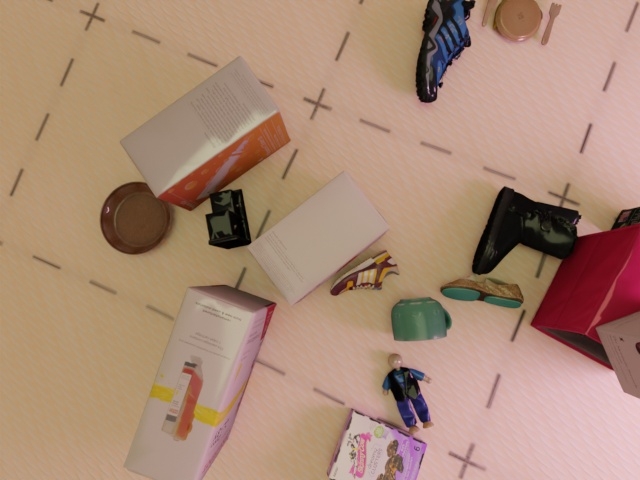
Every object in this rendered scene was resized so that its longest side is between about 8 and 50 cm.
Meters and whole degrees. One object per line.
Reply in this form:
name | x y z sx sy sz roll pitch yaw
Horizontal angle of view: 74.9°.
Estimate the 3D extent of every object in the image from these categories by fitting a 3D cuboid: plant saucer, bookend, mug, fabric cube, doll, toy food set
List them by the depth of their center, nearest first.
fabric cube | 0.690 0.148 0.939 0.253 0.259 0.258 28 85 6
mug | 0.245 0.191 1.035 0.129 0.157 0.098 -10 81 27
doll | 0.220 0.376 1.050 0.128 0.046 0.189 -24 78 10
bookend | -0.239 -0.064 1.061 0.072 0.156 0.158 -12 83 2
toy food set | 0.533 -0.601 1.128 0.191 0.038 0.133 18 93 -1
plant saucer | -0.496 -0.059 1.136 0.198 0.036 0.199 0 85 4

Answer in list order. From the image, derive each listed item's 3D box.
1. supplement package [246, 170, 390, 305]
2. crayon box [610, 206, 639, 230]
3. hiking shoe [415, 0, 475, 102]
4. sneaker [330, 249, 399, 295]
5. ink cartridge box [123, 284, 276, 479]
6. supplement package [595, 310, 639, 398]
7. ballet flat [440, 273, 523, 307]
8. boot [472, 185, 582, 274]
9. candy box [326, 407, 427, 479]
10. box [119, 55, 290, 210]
supplement package | 0.000 0.000 1.031 0.292 0.177 0.175 -38 84 0
crayon box | 0.886 0.026 0.965 0.318 0.202 0.081 30 88 6
hiking shoe | 0.327 -0.505 1.088 0.131 0.113 0.305 9 86 5
sneaker | 0.113 0.103 1.069 0.185 0.069 0.084 -34 79 1
ink cartridge box | -0.256 0.310 0.969 0.160 0.279 0.385 20 87 4
supplement package | 0.610 0.196 0.686 0.133 0.244 0.139 -21 83 2
ballet flat | 0.407 0.122 1.061 0.205 0.073 0.067 11 58 2
boot | 0.516 0.004 1.041 0.207 0.094 0.247 23 81 9
candy box | 0.135 0.529 1.015 0.196 0.070 0.165 23 74 4
box | -0.271 -0.251 1.050 0.345 0.215 0.168 -35 84 0
